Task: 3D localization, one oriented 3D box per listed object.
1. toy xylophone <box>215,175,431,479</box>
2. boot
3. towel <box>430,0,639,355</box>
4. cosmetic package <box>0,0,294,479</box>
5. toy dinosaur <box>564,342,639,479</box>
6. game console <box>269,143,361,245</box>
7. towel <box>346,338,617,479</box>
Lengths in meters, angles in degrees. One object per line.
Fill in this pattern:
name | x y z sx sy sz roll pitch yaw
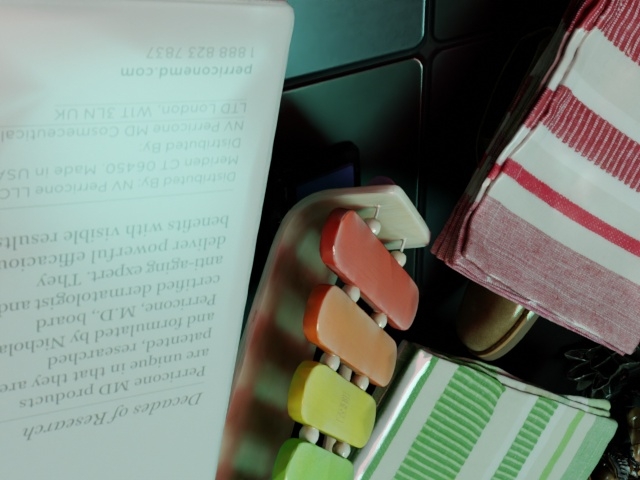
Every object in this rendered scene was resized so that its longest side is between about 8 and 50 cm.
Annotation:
toy xylophone | 0.005 0.117 0.696 0.236 0.081 0.323 30 72 -65
boot | 0.170 -0.040 0.821 0.115 0.112 0.305 15 105 -22
towel | 0.259 -0.082 0.758 0.237 0.037 0.329 25 97 -29
cosmetic package | -0.168 0.042 0.556 0.161 0.230 0.454 -6 123 -31
toy dinosaur | 0.355 0.219 1.100 0.322 0.164 0.218 -56 156 -30
game console | 0.000 0.000 0.746 0.071 0.107 0.122 -3 125 2
towel | 0.139 0.233 0.895 0.324 0.038 0.248 22 100 -39
